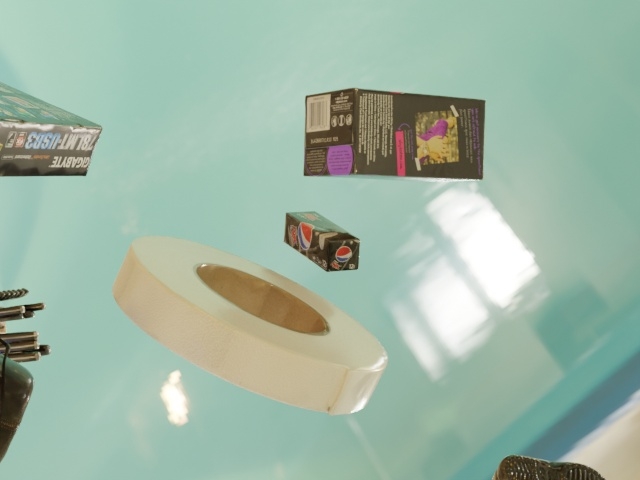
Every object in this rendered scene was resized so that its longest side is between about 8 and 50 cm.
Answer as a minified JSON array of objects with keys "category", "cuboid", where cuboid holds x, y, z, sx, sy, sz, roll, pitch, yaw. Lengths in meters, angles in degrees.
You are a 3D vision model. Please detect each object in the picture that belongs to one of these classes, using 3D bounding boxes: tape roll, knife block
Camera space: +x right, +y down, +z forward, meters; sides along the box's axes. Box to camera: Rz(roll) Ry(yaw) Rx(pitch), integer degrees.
[{"category":"tape roll","cuboid":[-0.093,0.110,1.747,0.392,0.392,0.072,12,106,-52]},{"category":"knife block","cuboid":[-0.584,0.180,2.134,0.275,0.242,0.088,-53,164,14]}]

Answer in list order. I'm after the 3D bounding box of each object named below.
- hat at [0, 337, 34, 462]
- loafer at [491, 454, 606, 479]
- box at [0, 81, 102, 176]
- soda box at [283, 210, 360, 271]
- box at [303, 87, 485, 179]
[{"category":"hat","cuboid":[-0.461,0.213,1.698,0.134,0.331,0.331,22,124,-30]},{"category":"loafer","cuboid":[0.356,0.385,1.975,0.220,0.080,0.078,20,143,-18]},{"category":"box","cuboid":[-0.427,-0.152,1.372,0.073,0.296,0.293,-68,168,10]},{"category":"soda box","cuboid":[0.000,0.000,2.072,0.060,0.169,0.053,-3,108,-27]},{"category":"box","cuboid":[0.125,-0.174,2.152,0.270,0.143,0.165,1,-179,-33]}]
